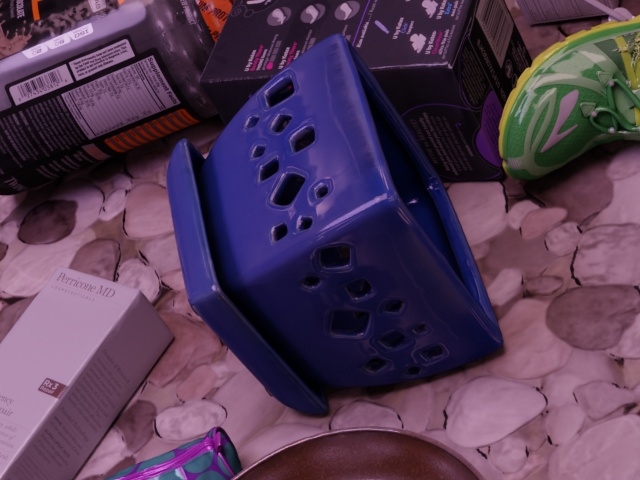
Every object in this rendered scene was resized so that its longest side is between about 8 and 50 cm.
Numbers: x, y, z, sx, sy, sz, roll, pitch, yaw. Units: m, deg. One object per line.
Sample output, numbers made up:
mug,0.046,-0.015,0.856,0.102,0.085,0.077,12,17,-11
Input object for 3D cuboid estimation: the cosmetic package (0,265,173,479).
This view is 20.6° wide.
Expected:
cosmetic package,-0.256,0.143,1.665,0.117,0.085,0.231,14,60,37

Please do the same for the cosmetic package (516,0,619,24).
cosmetic package,0.273,-0.329,1.816,0.099,0.060,0.239,-2,50,28

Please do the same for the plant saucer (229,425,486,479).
plant saucer,0.011,0.290,1.408,0.310,0.050,0.311,-15,46,16

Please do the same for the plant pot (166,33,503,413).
plant pot,0.000,0.000,1.551,0.212,0.236,0.236,-27,44,12

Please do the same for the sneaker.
sneaker,0.295,-0.140,1.597,0.295,0.109,0.123,-29,39,2

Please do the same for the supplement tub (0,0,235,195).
supplement tub,-0.233,-0.194,1.868,0.338,0.207,0.207,-21,44,10

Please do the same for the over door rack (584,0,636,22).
over door rack,0.238,-0.359,1.640,0.239,0.324,0.108,-59,4,4

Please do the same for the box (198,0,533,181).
box,0.048,-0.159,1.709,0.270,0.165,0.143,-1,52,28

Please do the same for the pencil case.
pencil case,-0.142,0.217,1.543,0.151,0.070,0.064,-23,44,7
